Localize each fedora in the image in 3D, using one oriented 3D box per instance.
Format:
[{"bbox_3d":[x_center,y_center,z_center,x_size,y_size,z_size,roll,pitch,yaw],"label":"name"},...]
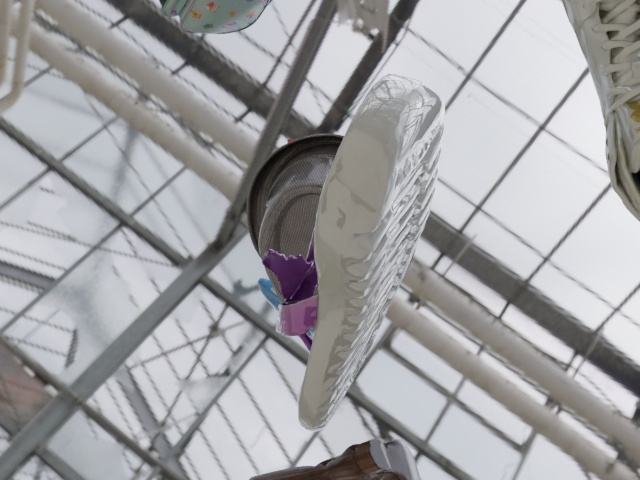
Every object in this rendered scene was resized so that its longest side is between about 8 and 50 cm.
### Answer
[{"bbox_3d":[0.000,0.000,1.166,0.244,0.124,0.275,25,-55,4],"label":"fedora"}]

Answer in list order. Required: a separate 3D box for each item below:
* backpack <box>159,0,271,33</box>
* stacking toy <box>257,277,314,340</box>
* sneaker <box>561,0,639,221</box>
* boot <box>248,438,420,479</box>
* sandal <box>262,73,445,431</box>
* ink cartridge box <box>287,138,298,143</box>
[{"bbox_3d":[-0.147,-0.409,1.363,0.166,0.188,0.144,-43,-112,55],"label":"backpack"},{"bbox_3d":[0.051,0.026,1.504,0.175,0.302,0.166,26,-17,35],"label":"stacking toy"},{"bbox_3d":[0.271,-0.147,0.729,0.108,0.169,0.292,-17,-63,19],"label":"sneaker"},{"bbox_3d":[0.010,0.186,0.676,0.114,0.037,0.106,-26,-36,19],"label":"boot"},{"bbox_3d":[0.011,0.013,0.695,0.102,0.169,0.416,27,-34,11],"label":"sandal"},{"bbox_3d":[0.013,-0.103,1.573,0.145,0.045,0.179,1,-39,1],"label":"ink cartridge box"}]
